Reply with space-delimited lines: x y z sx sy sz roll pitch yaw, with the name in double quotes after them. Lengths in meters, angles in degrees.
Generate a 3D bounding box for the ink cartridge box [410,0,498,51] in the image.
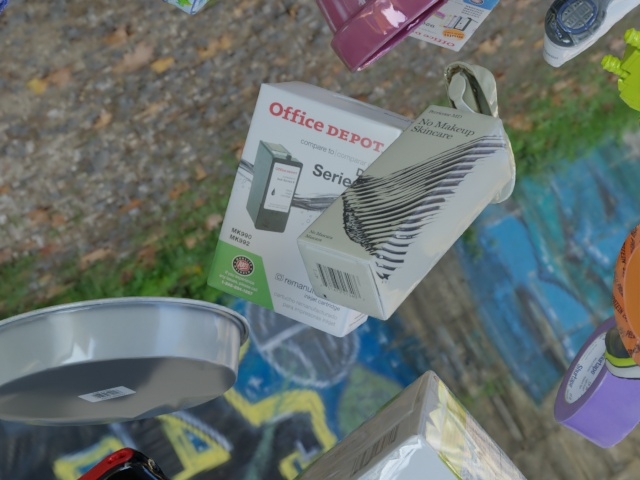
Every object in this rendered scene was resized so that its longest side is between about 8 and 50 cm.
0.231 -0.487 1.992 0.171 0.168 0.233 18 162 -8 "ink cartridge box"

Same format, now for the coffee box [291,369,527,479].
0.142 0.464 1.668 0.337 0.334 0.338 -41 -179 12 "coffee box"

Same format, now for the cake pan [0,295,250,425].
-0.213 0.130 1.094 0.293 0.054 0.293 -8 159 -3 "cake pan"

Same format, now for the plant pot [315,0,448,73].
0.065 -0.354 1.455 0.201 0.180 0.201 -39 -178 2 "plant pot"

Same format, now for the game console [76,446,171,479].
-0.211 0.458 1.278 0.342 0.386 0.060 -40 -164 12 "game console"

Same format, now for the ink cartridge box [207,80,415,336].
-0.007 -0.048 1.456 0.121 0.211 0.289 -23 131 -69 "ink cartridge box"

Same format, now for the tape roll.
0.435 0.210 1.633 0.189 0.080 0.189 -59 -179 2 "tape roll"

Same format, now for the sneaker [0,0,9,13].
-0.481 -0.380 1.464 0.112 0.131 0.296 -63 -172 -8 "sneaker"

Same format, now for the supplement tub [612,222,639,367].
0.455 0.051 1.038 0.315 0.194 0.193 -1 163 -19 "supplement tub"

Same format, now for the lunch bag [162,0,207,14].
-0.240 -0.575 2.216 0.176 0.090 0.219 -63 -179 36 "lunch bag"

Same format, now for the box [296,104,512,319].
0.103 -0.039 1.259 0.113 0.094 0.275 16 -130 36 "box"

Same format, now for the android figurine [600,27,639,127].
0.485 -0.188 1.344 0.248 0.272 0.056 126 -13 -66 "android figurine"

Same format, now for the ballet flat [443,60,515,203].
0.226 -0.167 1.601 0.086 0.248 0.086 -5 145 -3 "ballet flat"

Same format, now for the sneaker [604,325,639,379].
0.416 0.101 1.276 0.111 0.121 0.300 -3 175 -9 "sneaker"

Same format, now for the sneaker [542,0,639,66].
0.484 -0.415 1.887 0.297 0.111 0.129 -37 167 -16 "sneaker"
